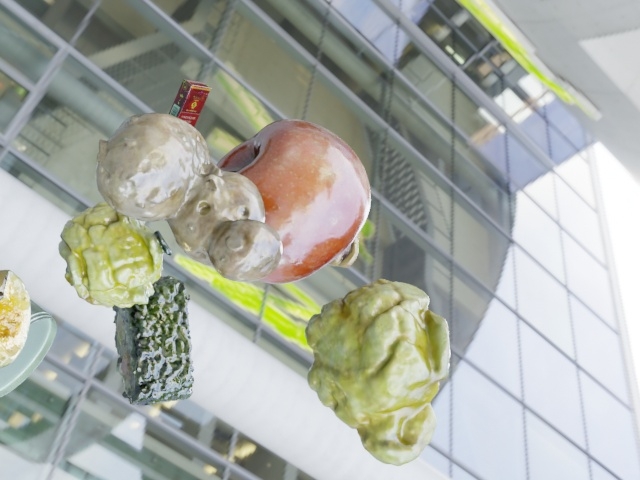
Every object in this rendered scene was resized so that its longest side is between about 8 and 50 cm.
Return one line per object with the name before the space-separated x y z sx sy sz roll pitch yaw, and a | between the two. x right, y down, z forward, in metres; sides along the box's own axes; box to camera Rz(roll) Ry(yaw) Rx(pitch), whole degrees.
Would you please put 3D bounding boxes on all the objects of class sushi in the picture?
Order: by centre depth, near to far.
sushi | -0.468 0.274 2.405 0.294 0.178 0.352 152 -68 -63

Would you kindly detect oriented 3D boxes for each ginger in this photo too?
ginger | -0.181 -0.061 1.299 0.155 0.304 0.244 -52 -176 12

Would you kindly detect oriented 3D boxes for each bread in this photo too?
bread | 0.000 0.000 2.478 0.081 0.225 0.134 125 -29 -58

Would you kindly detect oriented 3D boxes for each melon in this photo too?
melon | -0.535 0.134 1.442 0.079 0.128 0.160 0 -102 12

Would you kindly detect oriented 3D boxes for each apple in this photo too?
apple | -0.074 -0.081 1.774 0.348 0.277 0.348 -33 -152 20

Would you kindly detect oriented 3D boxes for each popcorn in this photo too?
popcorn | 0.113 0.253 1.768 0.293 0.334 0.292 -2 -150 3
popcorn | -0.493 0.045 2.099 0.237 0.293 0.293 -34 -158 -11

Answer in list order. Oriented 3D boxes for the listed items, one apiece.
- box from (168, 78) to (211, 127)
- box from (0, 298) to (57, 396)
box | -0.217 -0.222 1.437 0.023 0.051 0.082 35 -70 24
box | -0.705 0.214 1.896 0.226 0.149 0.226 -52 169 -15
